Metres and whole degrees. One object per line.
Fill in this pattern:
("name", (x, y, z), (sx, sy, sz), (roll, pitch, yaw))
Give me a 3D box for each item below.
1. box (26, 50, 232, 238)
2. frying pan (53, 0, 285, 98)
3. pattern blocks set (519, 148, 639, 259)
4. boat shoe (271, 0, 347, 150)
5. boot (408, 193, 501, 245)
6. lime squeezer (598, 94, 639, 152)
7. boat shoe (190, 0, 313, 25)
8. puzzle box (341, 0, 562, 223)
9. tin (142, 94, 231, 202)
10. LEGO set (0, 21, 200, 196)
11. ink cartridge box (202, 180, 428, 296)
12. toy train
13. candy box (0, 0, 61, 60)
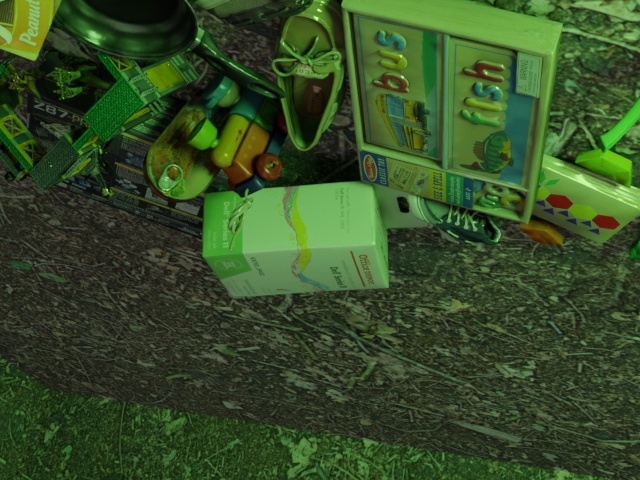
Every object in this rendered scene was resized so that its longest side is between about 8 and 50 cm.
("box", (-0.305, -0.141, 1.799), (0.394, 0.097, 0.318), (20, 156, -6))
("frying pan", (-0.186, -0.280, 1.321), (0.326, 0.053, 0.197), (11, 155, -7))
("pattern blocks set", (0.376, -0.065, 1.573), (0.324, 0.026, 0.285), (27, 155, -10))
("boat shoe", (-0.011, -0.228, 1.431), (0.104, 0.089, 0.285), (13, 154, 11))
("boot", (0.218, -0.045, 1.672), (0.086, 0.069, 0.190), (8, 166, 37))
("lime squeezer", (0.455, -0.186, 1.211), (0.310, 0.110, 0.059), (-12, 137, -7))
("boat shoe", (-0.045, -0.319, 1.266), (0.285, 0.103, 0.092), (-4, 153, 45))
("puzzle box", (0.173, -0.175, 1.428), (0.272, 0.052, 0.409), (16, 154, 16))
("tin", (-0.197, -0.140, 1.620), (0.106, 0.190, 0.040), (39, 155, -8))
("LEGO set", (-0.343, -0.234, 1.544), (0.255, 0.192, 0.331), (45, 121, 1))
("ink cartridge box", (0.000, 0.000, 1.741), (0.353, 0.119, 0.207), (-4, 157, 9))
("toy train", (-0.139, -0.123, 1.551), (0.143, 0.248, 0.105), (35, 151, -23))
("candy box", (-0.342, -0.370, 1.131), (0.183, 0.087, 0.316), (17, 122, -28))
